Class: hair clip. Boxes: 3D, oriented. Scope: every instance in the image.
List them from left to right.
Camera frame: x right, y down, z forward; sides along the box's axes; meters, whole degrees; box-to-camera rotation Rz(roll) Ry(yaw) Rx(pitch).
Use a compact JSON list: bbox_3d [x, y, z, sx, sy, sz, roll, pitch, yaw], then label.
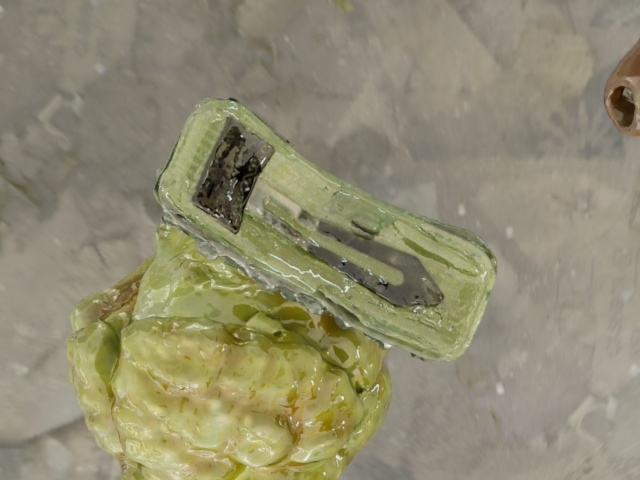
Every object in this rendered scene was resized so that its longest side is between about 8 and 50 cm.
[{"bbox_3d":[-0.001,0.000,1.350,0.321,0.091,0.138,30,73,-18],"label":"hair clip"}]

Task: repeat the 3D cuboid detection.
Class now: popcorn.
[{"bbox_3d":[-0.069,0.112,1.475,0.336,0.279,0.274,-9,98,-12],"label":"popcorn"}]

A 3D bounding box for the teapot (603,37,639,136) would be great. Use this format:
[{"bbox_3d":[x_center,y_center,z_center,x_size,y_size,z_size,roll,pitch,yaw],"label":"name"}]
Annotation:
[{"bbox_3d":[0.174,-0.121,0.440,0.252,0.135,0.178,-57,43,31],"label":"teapot"}]
